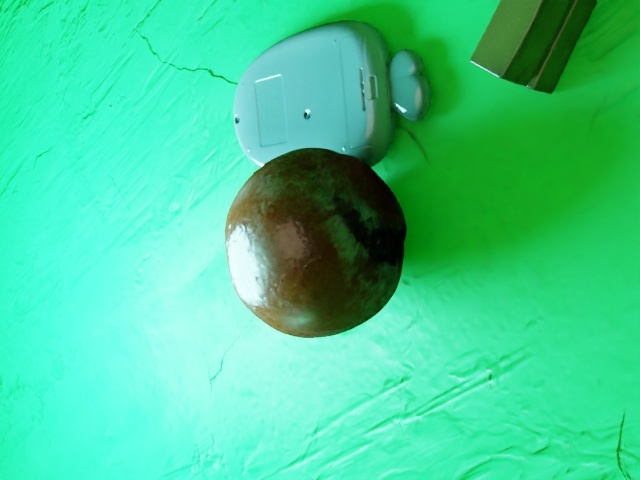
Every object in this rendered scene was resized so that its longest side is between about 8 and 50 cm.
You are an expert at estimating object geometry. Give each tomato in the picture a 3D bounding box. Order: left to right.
[{"bbox_3d":[0.000,0.000,0.889,0.184,0.208,0.208,-37,71,45],"label":"tomato"}]

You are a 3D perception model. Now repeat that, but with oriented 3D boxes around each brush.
[{"bbox_3d":[0.233,-0.258,0.751,0.047,0.103,0.233,38,115,35],"label":"brush"}]

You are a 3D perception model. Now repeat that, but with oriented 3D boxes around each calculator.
[{"bbox_3d":[0.002,-0.169,0.979,0.299,0.041,0.185,-3,92,40],"label":"calculator"}]
